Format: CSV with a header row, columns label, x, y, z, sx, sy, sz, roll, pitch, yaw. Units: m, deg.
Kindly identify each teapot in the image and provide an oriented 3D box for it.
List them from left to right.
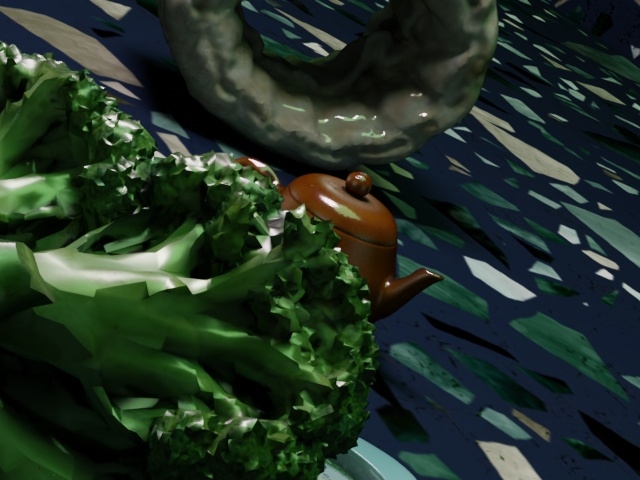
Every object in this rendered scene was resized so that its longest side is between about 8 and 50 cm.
label,x,y,z,sx,sy,sz,roll,pitch,yaw
teapot,0.000,0.000,1.257,0.173,0.116,0.116,33,16,18

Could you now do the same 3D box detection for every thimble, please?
label,x,y,z,sx,sy,sz,roll,pitch,yaw
thimble,0.003,-0.218,1.621,0.291,0.291,0.195,22,18,-22

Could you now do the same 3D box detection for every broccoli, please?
label,x,y,z,sx,sy,sz,roll,pitch,yaw
broccoli,-0.117,0.044,0.633,0.270,0.270,0.270,35,-10,22

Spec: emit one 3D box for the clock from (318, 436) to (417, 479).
label,x,y,z,sx,sy,sz,roll,pitch,yaw
clock,-0.010,0.131,0.947,0.108,0.045,0.147,29,16,4
